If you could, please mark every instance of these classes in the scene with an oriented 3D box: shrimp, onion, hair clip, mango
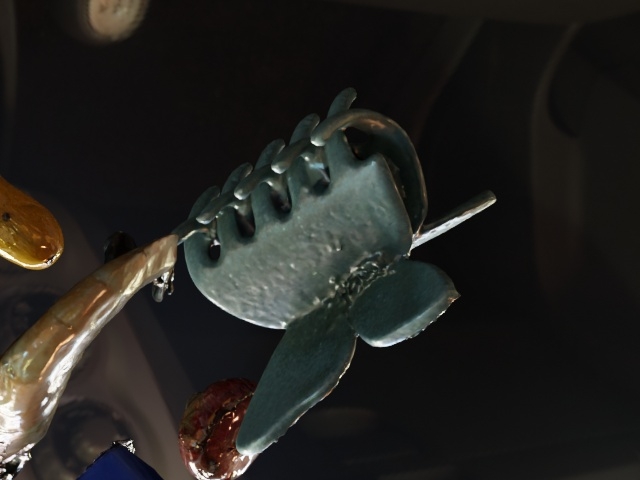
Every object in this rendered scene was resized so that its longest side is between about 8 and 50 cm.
[{"bbox_3d":[-0.147,0.065,0.661,0.152,0.046,0.219,-50,178,-45],"label":"shrimp"},{"bbox_3d":[-0.165,0.305,1.897,0.184,0.147,0.184,-22,125,-35],"label":"onion"},{"bbox_3d":[0.000,0.000,1.327,0.318,0.238,0.392,-33,-168,34],"label":"hair clip"},{"bbox_3d":[-0.598,-0.045,2.178,0.109,0.262,0.157,-51,172,24],"label":"mango"}]

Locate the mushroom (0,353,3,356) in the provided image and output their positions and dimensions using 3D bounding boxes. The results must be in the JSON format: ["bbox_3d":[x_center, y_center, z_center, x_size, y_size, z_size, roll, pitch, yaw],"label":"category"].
[{"bbox_3d":[-0.447,0.140,1.304,0.096,0.247,0.108,-61,158,-57],"label":"mushroom"}]

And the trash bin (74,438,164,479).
[{"bbox_3d":[-0.115,0.277,0.854,0.162,0.234,0.184,-40,157,-9],"label":"trash bin"}]
